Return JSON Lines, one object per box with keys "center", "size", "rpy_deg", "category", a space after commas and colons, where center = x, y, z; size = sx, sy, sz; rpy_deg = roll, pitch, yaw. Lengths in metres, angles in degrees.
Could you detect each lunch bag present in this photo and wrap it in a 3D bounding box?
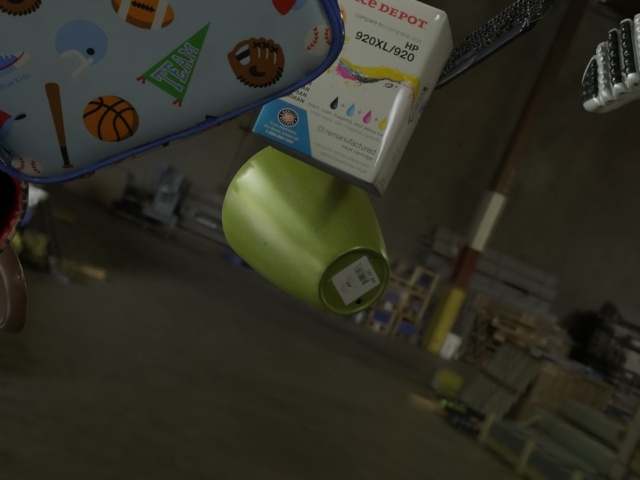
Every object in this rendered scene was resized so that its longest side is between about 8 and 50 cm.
{"center": [-0.152, -0.178, 0.773], "size": [0.115, 0.303, 0.243], "rpy_deg": [-97, 163, -50], "category": "lunch bag"}

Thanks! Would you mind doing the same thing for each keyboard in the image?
{"center": [0.280, -0.331, 1.664], "size": [0.033, 0.201, 0.317], "rpy_deg": [45, -19, -8], "category": "keyboard"}

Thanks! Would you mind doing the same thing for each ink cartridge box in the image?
{"center": [0.047, -0.202, 1.465], "size": [0.171, 0.233, 0.168], "rpy_deg": [24, 0, 9], "category": "ink cartridge box"}

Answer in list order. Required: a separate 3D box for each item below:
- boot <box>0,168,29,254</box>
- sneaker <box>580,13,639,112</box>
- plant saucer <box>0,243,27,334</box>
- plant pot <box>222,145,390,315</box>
{"center": [-0.473, -0.027, 1.311], "size": [0.138, 0.377, 0.284], "rpy_deg": [47, 7, -32], "category": "boot"}
{"center": [0.421, -0.219, 1.284], "size": [0.118, 0.110, 0.292], "rpy_deg": [27, -38, -25], "category": "sneaker"}
{"center": [-0.517, 0.071, 1.799], "size": [0.029, 0.168, 0.168], "rpy_deg": [-12, 25, -37], "category": "plant saucer"}
{"center": [0.000, 0.000, 2.018], "size": [0.274, 0.275, 0.293], "rpy_deg": [22, 16, -34], "category": "plant pot"}
